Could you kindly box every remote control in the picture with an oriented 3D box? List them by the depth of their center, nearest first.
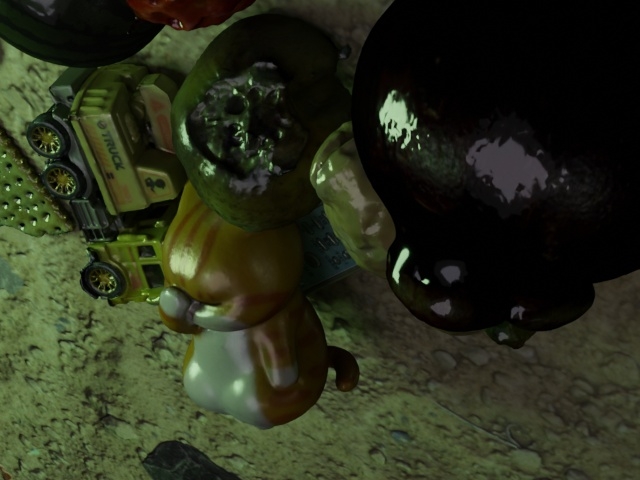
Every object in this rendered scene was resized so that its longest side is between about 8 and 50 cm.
[{"bbox_3d":[0.000,0.000,1.322,0.098,0.038,0.233,49,138,-13],"label":"remote control"}]

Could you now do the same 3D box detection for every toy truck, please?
[{"bbox_3d":[-0.197,-0.063,1.339,0.157,0.124,0.272,-1,124,22],"label":"toy truck"}]

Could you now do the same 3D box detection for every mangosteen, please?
[{"bbox_3d":[0.153,-0.079,0.943,0.297,0.313,0.297,41,-179,-1],"label":"mangosteen"}]

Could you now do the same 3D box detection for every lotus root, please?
[{"bbox_3d":[-0.056,-0.112,1.152,0.183,0.078,0.203,34,97,7],"label":"lotus root"}]

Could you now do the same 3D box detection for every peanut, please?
[{"bbox_3d":[0.093,-0.008,1.151,0.130,0.130,0.290,-7,149,38],"label":"peanut"}]

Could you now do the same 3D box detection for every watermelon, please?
[{"bbox_3d":[-0.225,-0.260,1.113,0.212,0.212,0.212,18,135,19],"label":"watermelon"}]

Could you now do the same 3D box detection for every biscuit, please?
[{"bbox_3d":[-0.405,-0.080,1.539,0.144,0.016,0.203,-16,116,41],"label":"biscuit"}]

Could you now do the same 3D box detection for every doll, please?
[{"bbox_3d":[-0.078,0.072,1.291,0.166,0.162,0.270,11,134,32],"label":"doll"}]

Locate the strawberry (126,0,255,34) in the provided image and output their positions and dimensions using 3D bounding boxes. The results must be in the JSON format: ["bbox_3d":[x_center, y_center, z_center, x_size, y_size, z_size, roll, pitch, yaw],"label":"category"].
[{"bbox_3d":[-0.031,-0.296,0.911,0.150,0.280,0.253,13,124,21],"label":"strawberry"}]
